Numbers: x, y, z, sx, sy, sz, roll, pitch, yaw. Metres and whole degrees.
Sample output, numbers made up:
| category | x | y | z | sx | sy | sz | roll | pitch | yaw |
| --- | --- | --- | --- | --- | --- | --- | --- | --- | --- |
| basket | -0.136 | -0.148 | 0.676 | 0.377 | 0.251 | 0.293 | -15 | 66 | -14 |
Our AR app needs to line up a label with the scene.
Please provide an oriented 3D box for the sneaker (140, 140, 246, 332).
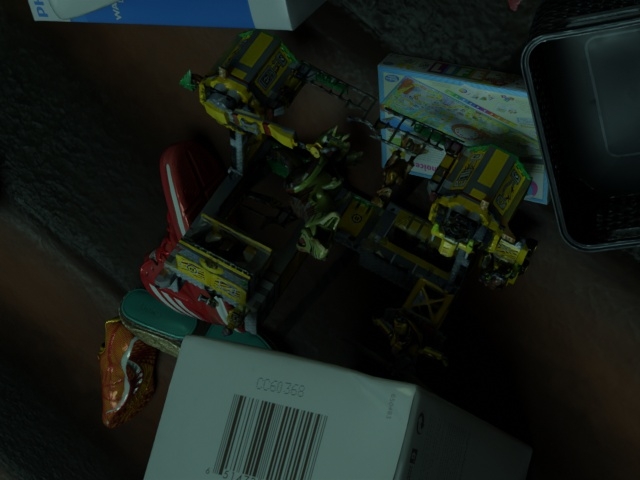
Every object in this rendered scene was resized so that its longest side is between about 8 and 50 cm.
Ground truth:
| category | x | y | z | sx | sy | sz | roll | pitch | yaw |
| --- | --- | --- | --- | --- | --- | --- | --- | --- | --- |
| sneaker | -0.149 | 0.000 | 1.216 | 0.128 | 0.087 | 0.221 | 2 | 123 | 31 |

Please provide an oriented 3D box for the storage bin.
| category | x | y | z | sx | sy | sz | roll | pitch | yaw |
| --- | --- | --- | --- | --- | --- | --- | --- | --- | --- |
| storage bin | 0.227 | -0.092 | 0.879 | 0.122 | 0.084 | 0.180 | -7 | 118 | 22 |

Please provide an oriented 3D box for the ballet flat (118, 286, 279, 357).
| category | x | y | z | sx | sy | sz | roll | pitch | yaw |
| --- | --- | --- | --- | --- | --- | --- | --- | --- | --- |
| ballet flat | -0.126 | 0.111 | 1.311 | 0.206 | 0.073 | 0.067 | 27 | 161 | 17 |

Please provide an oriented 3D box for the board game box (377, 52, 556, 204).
| category | x | y | z | sx | sy | sz | roll | pitch | yaw |
| --- | --- | --- | --- | --- | --- | --- | --- | --- | --- |
| board game box | 0.124 | -0.095 | 1.002 | 0.154 | 0.026 | 0.103 | 15 | 129 | 24 |

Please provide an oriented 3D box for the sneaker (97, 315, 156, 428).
| category | x | y | z | sx | sy | sz | roll | pitch | yaw |
| --- | --- | --- | --- | --- | --- | --- | --- | --- | --- |
| sneaker | -0.235 | 0.156 | 1.421 | 0.067 | 0.064 | 0.175 | 42 | 134 | 28 |

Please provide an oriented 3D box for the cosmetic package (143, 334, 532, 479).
| category | x | y | z | sx | sy | sz | roll | pitch | yaw |
| --- | --- | --- | --- | --- | --- | --- | --- | --- | --- |
| cosmetic package | 0.033 | 0.209 | 1.061 | 0.217 | 0.156 | 0.385 | 9 | 167 | 27 |

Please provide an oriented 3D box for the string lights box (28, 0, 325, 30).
| category | x | y | z | sx | sy | sz | roll | pitch | yaw |
| --- | --- | --- | --- | --- | --- | --- | --- | --- | --- |
| string lights box | -0.109 | -0.237 | 0.973 | 0.259 | 0.133 | 0.077 | 8 | 128 | 30 |

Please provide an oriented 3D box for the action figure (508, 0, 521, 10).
| category | x | y | z | sx | sy | sz | roll | pitch | yaw |
| --- | --- | --- | --- | --- | --- | --- | --- | --- | --- |
| action figure | 0.150 | -0.321 | 0.752 | 0.275 | 0.248 | 0.370 | -15 | 138 | -6 |

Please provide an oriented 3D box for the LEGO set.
| category | x | y | z | sx | sy | sz | roll | pitch | yaw |
| --- | --- | --- | --- | --- | --- | --- | --- | --- | --- |
| LEGO set | 0.000 | 0.000 | 1.003 | 0.331 | 0.192 | 0.255 | 31 | 153 | 4 |

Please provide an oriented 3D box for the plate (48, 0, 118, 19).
| category | x | y | z | sx | sy | sz | roll | pitch | yaw |
| --- | --- | --- | --- | --- | --- | --- | --- | --- | --- |
| plate | -0.127 | -0.331 | 0.868 | 0.277 | 0.045 | 0.278 | -12 | 86 | 31 |
